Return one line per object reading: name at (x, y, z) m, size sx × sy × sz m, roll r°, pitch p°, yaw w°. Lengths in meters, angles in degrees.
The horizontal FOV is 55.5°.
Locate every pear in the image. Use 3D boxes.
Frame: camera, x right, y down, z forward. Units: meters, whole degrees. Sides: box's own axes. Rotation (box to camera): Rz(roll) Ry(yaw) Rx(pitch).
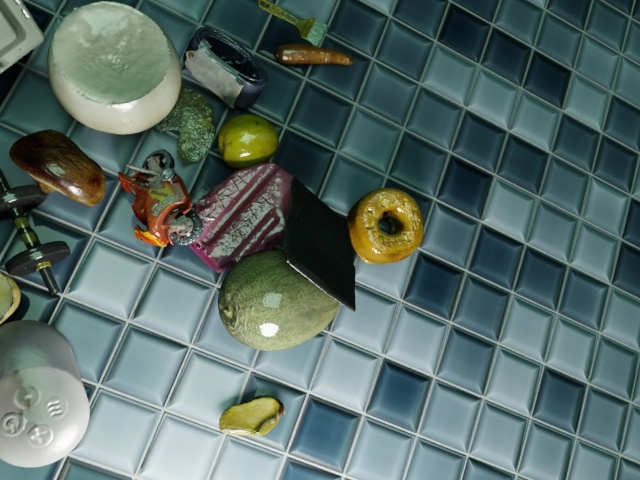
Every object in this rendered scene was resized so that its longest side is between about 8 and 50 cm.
pear at (-0.193, -0.263, 1.620) m, size 0.162 × 0.149 × 0.148 m, roll -20°, pitch 86°, yaw -26°

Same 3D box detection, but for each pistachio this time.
pistachio at (-0.172, 0.454, 1.537) m, size 0.173 × 0.049 × 0.089 m, roll -12°, pitch 60°, yaw -18°

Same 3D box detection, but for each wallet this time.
wallet at (0.000, 0.000, 1.515) m, size 0.247 × 0.041 × 0.322 m, roll 38°, pitch 31°, yaw -31°

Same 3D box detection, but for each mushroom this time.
mushroom at (-0.612, -0.179, 1.449) m, size 0.231 × 0.194 × 0.138 m, roll 34°, pitch 72°, yaw -20°

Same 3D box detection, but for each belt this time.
belt at (-0.262, -0.461, 1.653) m, size 0.231 × 0.126 × 0.139 m, roll 39°, pitch 47°, yaw -6°

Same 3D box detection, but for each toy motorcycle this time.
toy motorcycle at (-0.398, -0.093, 1.496) m, size 0.171 × 0.089 × 0.298 m, roll -33°, pitch 62°, yaw 8°

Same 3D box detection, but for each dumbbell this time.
dumbbell at (-0.688, -0.022, 1.418) m, size 0.143 × 0.143 × 0.325 m, roll -25°, pitch 88°, yaw -20°

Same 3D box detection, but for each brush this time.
brush at (-0.086, -0.657, 1.804) m, size 0.218 × 0.010 × 0.082 m, roll 27°, pitch 73°, yaw -11°

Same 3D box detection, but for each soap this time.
soap at (-0.191, -0.067, 1.586) m, size 0.220 × 0.127 × 0.325 m, roll 43°, pitch 74°, yaw -2°

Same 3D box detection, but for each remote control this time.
remote control at (-0.658, 0.344, 1.377) m, size 0.221 × 0.103 × 0.331 m, roll -18°, pitch 84°, yaw -22°

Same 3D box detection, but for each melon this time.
melon at (-0.096, 0.145, 1.514) m, size 0.330 × 0.249 × 0.248 m, roll -7°, pitch 81°, yaw -36°

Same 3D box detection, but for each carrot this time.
carrot at (-0.012, -0.542, 1.784) m, size 0.248 × 0.059 × 0.059 m, roll -2°, pitch 80°, yaw -21°

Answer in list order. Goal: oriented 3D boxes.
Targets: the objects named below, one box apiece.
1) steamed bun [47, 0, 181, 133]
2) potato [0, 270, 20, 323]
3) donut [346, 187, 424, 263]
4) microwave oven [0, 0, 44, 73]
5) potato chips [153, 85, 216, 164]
steamed bun at (-0.509, -0.418, 1.518) m, size 0.325 × 0.206 × 0.324 m, roll 3°, pitch 76°, yaw -14°
potato at (-0.775, 0.155, 1.378) m, size 0.200 × 0.081 × 0.164 m, roll -34°, pitch 76°, yaw -7°
donut at (0.185, -0.040, 1.715) m, size 0.227 × 0.114 × 0.226 m, roll 3°, pitch 77°, yaw -15°
microwave oven at (-0.893, -0.448, 1.313) m, size 0.375 × 0.236 × 0.432 m, roll 32°, pitch 68°, yaw 30°
potato chips at (-0.376, -0.314, 1.636) m, size 0.202 × 0.029 × 0.219 m, roll -31°, pitch 88°, yaw -23°
